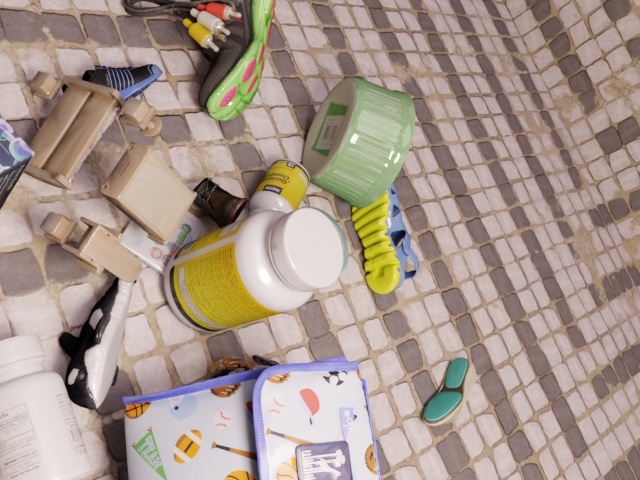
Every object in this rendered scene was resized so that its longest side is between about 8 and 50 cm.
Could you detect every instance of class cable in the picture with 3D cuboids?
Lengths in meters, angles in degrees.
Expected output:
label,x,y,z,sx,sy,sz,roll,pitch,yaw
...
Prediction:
label,x,y,z,sx,sy,sz,roll,pitch,yaw
cable,-0.303,-0.518,1.523,0.287,0.072,0.139,28,74,12

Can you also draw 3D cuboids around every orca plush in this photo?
label,x,y,z,sx,sy,sz,roll,pitch,yaw
orca plush,-0.396,0.151,1.176,0.102,0.151,0.287,5,61,-3

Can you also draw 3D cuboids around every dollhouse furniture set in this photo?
label,x,y,z,sx,sy,sz,roll,pitch,yaw
dollhouse furniture set,-0.433,-0.113,1.269,0.303,0.355,0.174,-62,152,-16

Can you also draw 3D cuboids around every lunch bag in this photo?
label,x,y,z,sx,sy,sz,roll,pitch,yaw
lunch bag,-0.096,0.375,1.088,0.239,0.385,0.328,64,16,-70

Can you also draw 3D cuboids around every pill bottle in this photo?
label,x,y,z,sx,sy,sz,roll,pitch,yaw
pill bottle,-0.447,0.267,1.046,0.131,0.131,0.229,-13,76,-44
pill bottle,-0.099,-0.093,1.555,0.103,0.103,0.184,40,47,-17
pill bottle,-0.124,0.054,1.277,0.188,0.334,0.188,19,62,-41

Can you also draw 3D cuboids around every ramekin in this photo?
label,x,y,z,sx,sy,sz,roll,pitch,yaw
ramekin,0.081,-0.243,1.659,0.148,0.303,0.303,20,56,-23

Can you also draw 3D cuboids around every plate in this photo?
label,x,y,z,sx,sy,sz,roll,pitch,yaw
plate,0.000,0.000,1.645,0.188,0.024,0.188,20,55,-31

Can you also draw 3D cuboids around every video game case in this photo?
label,x,y,z,sx,sy,sz,roll,pitch,yaw
video game case,-0.315,-0.011,1.387,0.143,0.019,0.157,37,49,-19

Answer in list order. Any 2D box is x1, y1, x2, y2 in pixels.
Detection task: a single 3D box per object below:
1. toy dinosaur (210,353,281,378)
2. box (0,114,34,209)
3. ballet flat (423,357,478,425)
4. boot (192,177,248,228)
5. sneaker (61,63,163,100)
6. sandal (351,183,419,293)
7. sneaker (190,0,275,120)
label,x,y,z,sx,sy,sz,roll,pitch,yaw
toy dinosaur,-0.063,0.330,1.338,0.321,0.164,0.218,11,42,-12
box,-0.684,-0.102,0.987,0.293,0.212,0.395,49,45,-7
ballet flat,0.326,0.388,1.682,0.086,0.086,0.248,51,44,-6
boot,-0.214,-0.075,1.394,0.106,0.219,0.082,35,80,-10
sneaker,-0.425,-0.328,1.420,0.090,0.081,0.232,53,45,-12
sandal,0.170,-0.018,1.741,0.138,0.126,0.317,6,72,-42
sneaker,-0.226,-0.487,1.644,0.202,0.185,0.483,9,62,-2
